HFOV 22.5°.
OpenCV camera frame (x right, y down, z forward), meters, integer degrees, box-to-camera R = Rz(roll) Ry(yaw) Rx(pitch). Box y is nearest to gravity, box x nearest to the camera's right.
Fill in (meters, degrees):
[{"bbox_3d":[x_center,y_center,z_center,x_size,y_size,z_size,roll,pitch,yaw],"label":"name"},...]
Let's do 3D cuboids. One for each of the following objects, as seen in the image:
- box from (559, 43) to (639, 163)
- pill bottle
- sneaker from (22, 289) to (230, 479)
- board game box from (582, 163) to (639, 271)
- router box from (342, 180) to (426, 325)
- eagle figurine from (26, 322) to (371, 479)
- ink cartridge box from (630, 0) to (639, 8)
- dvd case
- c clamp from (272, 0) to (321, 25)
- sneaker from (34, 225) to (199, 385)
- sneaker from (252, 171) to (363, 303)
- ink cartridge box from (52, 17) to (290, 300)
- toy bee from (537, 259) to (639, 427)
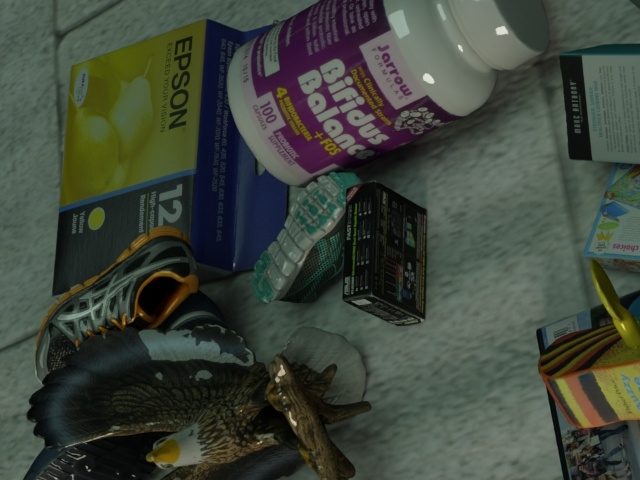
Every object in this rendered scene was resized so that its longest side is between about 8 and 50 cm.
[{"bbox_3d":[0.317,-0.117,1.390,0.244,0.060,0.101,9,111,52],"label":"box"},{"bbox_3d":[0.068,-0.180,1.604,0.301,0.169,0.169,-25,58,31],"label":"pill bottle"},{"bbox_3d":[-0.219,0.180,1.753,0.319,0.112,0.131,-47,34,8],"label":"sneaker"},{"bbox_3d":[0.314,-0.021,1.413,0.154,0.026,0.103,6,67,46],"label":"board game box"},{"bbox_3d":[0.064,0.013,1.581,0.038,0.092,0.122,-13,64,36],"label":"router box"},{"bbox_3d":[-0.114,0.191,1.569,0.298,0.225,0.226,-18,55,39],"label":"eagle figurine"},{"bbox_3d":[0.385,-0.244,1.423,0.203,0.086,0.148,33,95,42],"label":"ink cartridge box"},{"bbox_3d":[0.310,0.119,1.382,0.253,0.022,0.180,-24,59,30],"label":"dvd case"},{"bbox_3d":[0.030,-0.287,1.772,0.137,0.022,0.161,30,91,36],"label":"c clamp"},{"bbox_3d":[-0.211,0.078,1.664,0.215,0.084,0.083,-46,40,4],"label":"sneaker"},{"bbox_3d":[0.000,0.000,1.648,0.166,0.076,0.065,-52,45,23],"label":"sneaker"},{"bbox_3d":[-0.172,-0.094,1.839,0.307,0.072,0.304,-15,63,37],"label":"ink cartridge box"},{"bbox_3d":[0.280,0.089,1.272,0.195,0.162,0.298,44,131,4],"label":"toy bee"}]
